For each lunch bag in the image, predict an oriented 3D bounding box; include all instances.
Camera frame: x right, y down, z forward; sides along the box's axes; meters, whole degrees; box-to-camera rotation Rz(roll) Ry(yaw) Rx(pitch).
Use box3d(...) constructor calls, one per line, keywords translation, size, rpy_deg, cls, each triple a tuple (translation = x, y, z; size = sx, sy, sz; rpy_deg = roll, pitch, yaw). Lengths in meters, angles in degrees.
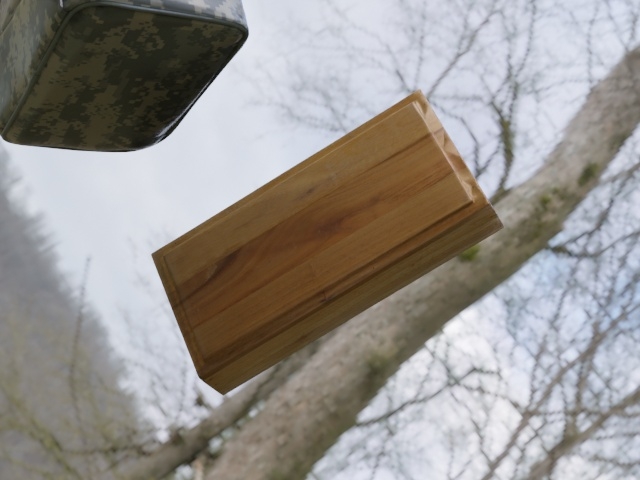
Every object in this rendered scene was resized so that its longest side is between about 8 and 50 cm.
box3d(translation=(-0.225, -0.269, 1.290), size=(0.305, 0.212, 0.256), rpy_deg=(-42, -124, 52), cls="lunch bag")

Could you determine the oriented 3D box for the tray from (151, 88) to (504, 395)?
box3d(translation=(0.000, 0.000, 1.529), size=(0.076, 0.410, 0.203), rpy_deg=(47, 14, -55), cls="tray")
